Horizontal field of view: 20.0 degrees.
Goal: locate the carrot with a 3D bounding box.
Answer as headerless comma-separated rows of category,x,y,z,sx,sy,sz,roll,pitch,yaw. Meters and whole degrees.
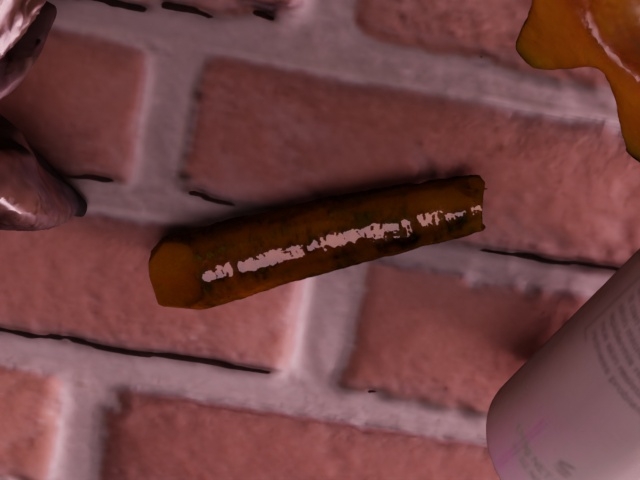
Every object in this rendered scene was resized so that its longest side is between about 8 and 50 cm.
carrot,0.000,0.000,0.887,0.171,0.042,0.042,-13,122,7

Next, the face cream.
face cream,0.198,0.016,0.802,0.102,0.102,0.345,25,137,-14

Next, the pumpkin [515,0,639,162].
pumpkin,0.141,-0.169,0.754,0.149,0.130,0.254,-41,139,-22

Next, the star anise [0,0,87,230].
star anise,-0.198,-0.063,0.769,0.108,0.315,0.315,32,129,32
